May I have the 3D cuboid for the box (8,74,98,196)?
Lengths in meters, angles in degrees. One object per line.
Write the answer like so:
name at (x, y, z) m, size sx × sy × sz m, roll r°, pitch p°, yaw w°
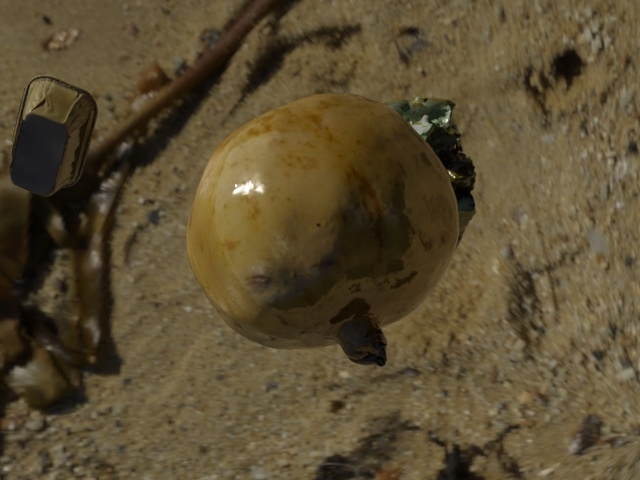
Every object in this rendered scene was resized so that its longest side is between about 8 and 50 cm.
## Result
box at (-0.377, -0.143, 1.773) m, size 0.111 × 0.111 × 0.177 m, roll 38°, pitch 129°, yaw 17°

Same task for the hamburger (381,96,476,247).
hamburger at (0.104, -0.072, 1.769) m, size 0.192 × 0.288 × 0.168 m, roll -1°, pitch 62°, yaw -11°

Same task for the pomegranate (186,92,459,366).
pomegranate at (0.000, 0.000, 1.522) m, size 0.342 × 0.342 × 0.343 m, roll -2°, pitch 81°, yaw 14°
